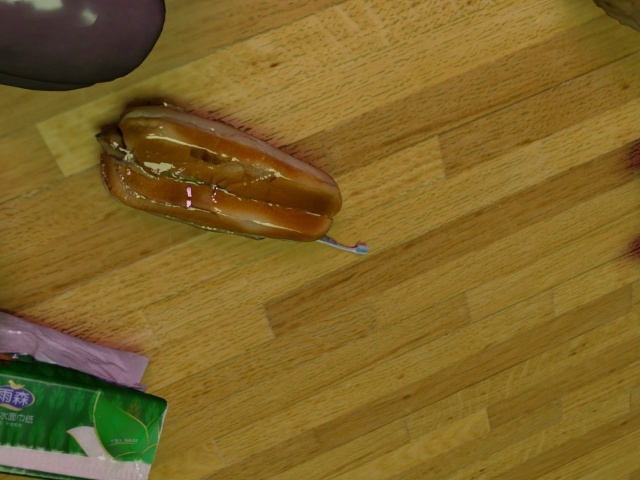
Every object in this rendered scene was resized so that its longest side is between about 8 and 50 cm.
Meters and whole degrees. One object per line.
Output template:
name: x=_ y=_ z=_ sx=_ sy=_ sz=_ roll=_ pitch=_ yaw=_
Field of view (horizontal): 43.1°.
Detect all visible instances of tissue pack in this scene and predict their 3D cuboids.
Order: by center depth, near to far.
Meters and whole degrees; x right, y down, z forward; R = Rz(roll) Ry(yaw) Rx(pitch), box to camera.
tissue pack: x=-0.284 y=0.166 z=0.835 sx=0.209 sy=0.148 sz=0.156 roll=21 pitch=74 yaw=-33

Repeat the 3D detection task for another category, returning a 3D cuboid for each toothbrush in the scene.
toothbrush: x=0.000 y=0.000 z=0.914 sx=0.131 sy=0.011 sz=0.013 roll=12 pitch=131 yaw=-31

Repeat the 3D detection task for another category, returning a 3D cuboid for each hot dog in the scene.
hot dog: x=-0.091 y=-0.059 z=0.794 sx=0.269 sy=0.072 sz=0.109 roll=16 pitch=118 yaw=-30

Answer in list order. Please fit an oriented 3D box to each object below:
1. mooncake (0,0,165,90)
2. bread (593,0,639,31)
mooncake: x=-0.174 y=-0.214 z=0.542 sx=0.133 sy=0.245 sz=0.245 roll=12 pitch=118 yaw=-34
bread: x=0.328 y=-0.312 z=0.751 sx=0.244 sy=0.134 sz=0.244 roll=-10 pitch=128 yaw=-13
